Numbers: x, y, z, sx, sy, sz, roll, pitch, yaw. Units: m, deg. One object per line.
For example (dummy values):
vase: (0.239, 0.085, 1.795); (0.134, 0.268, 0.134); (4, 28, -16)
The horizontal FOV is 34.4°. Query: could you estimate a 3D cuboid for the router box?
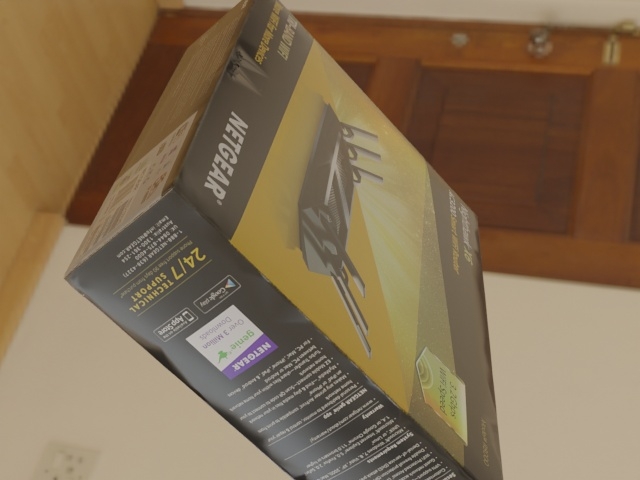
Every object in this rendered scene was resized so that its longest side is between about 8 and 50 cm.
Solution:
router box: (0.000, 0.000, 0.629); (0.243, 0.081, 0.309); (45, 25, -20)
